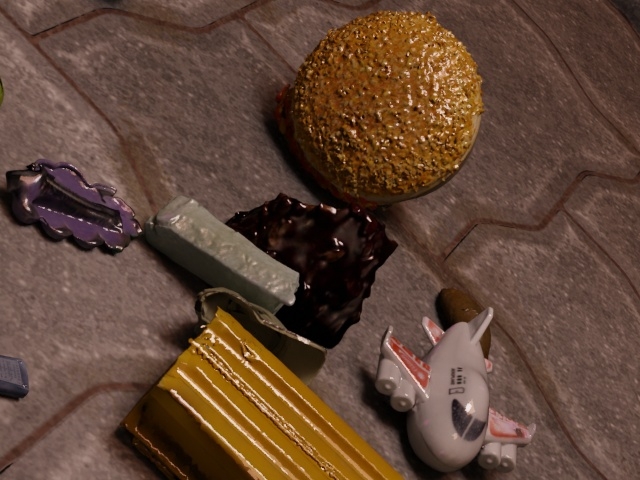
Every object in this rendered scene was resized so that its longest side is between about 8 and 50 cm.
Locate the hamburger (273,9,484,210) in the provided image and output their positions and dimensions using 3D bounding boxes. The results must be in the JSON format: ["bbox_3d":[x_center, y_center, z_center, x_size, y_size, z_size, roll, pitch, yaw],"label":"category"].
[{"bbox_3d":[0.093,-0.185,2.269,0.276,0.294,0.179,55,10,13],"label":"hamburger"}]

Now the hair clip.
[{"bbox_3d":[-0.285,-0.049,1.858,0.195,0.052,0.124,23,42,-43],"label":"hair clip"}]

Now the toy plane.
[{"bbox_3d":[0.175,0.196,2.061,0.252,0.118,0.252,26,42,-26],"label":"toy plane"}]

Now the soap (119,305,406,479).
[{"bbox_3d":[-0.054,0.244,1.736,0.324,0.096,0.204,44,29,-2],"label":"soap"}]

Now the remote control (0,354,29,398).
[{"bbox_3d":[-0.358,0.124,1.575,0.152,0.027,0.043,19,35,-42],"label":"remote control"}]

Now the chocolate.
[{"bbox_3d":[0.000,0.000,2.026,0.224,0.177,0.206,15,42,-44],"label":"chocolate"}]

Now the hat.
[{"bbox_3d":[-0.070,0.108,1.858,0.166,0.122,0.081,20,41,-1],"label":"hat"}]

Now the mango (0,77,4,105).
[{"bbox_3d":[-0.423,-0.150,1.786,0.091,0.074,0.165,50,41,-2],"label":"mango"}]

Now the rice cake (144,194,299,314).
[{"bbox_3d":[-0.115,0.022,1.922,0.206,0.063,0.069,33,45,6],"label":"rice cake"}]

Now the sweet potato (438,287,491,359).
[{"bbox_3d":[0.209,0.150,2.226,0.069,0.059,0.249,12,43,-15],"label":"sweet potato"}]
